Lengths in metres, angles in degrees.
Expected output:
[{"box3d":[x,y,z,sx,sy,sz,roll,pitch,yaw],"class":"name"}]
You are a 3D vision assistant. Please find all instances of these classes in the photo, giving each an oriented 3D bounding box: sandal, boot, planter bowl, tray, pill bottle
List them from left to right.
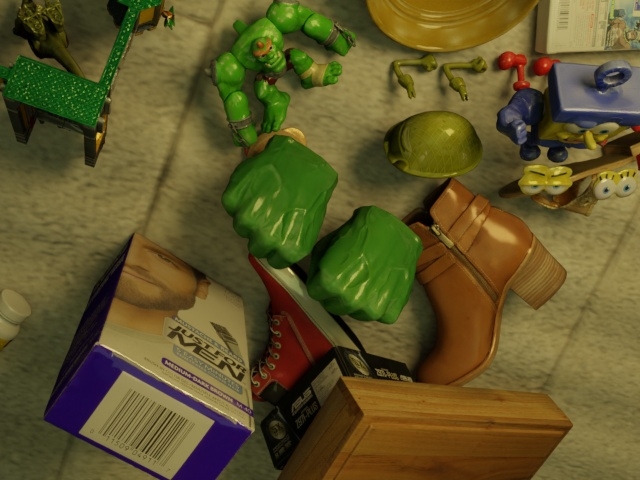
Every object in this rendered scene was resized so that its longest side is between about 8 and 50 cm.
[{"box3d":[-0.440,0.119,0.986,0.116,0.065,0.065,-42,110,7],"class":"pill bottle"},{"box3d":[-0.066,0.131,1.040,0.176,0.088,0.244,-34,114,5],"class":"boot"},{"box3d":[0.155,0.301,1.042,0.410,0.076,0.203,12,117,-37],"class":"tray"},{"box3d":[0.174,0.069,1.047,0.220,0.109,0.283,38,111,-11],"class":"boot"},{"box3d":[0.156,-0.334,0.889,0.217,0.090,0.217,-2,148,-1],"class":"planter bowl"},{"box3d":[0.370,-0.074,1.033,0.240,0.088,0.079,-23,105,-6],"class":"sandal"}]

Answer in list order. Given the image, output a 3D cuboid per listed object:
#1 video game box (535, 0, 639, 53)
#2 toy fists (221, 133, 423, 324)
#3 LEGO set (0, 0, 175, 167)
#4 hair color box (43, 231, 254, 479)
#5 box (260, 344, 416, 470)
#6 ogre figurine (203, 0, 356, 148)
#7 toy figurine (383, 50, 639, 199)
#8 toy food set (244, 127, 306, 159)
[{"box3d":[0.377,-0.349,0.962,0.187,0.048,0.205,-3,109,-6],"class":"video game box"},{"box3d":[0.000,0.000,0.946,0.279,0.096,0.142,38,56,-15],"class":"toy fists"},{"box3d":[-0.343,-0.228,0.855,0.331,0.192,0.255,10,77,-15],"class":"LEGO set"},{"box3d":[-0.186,0.126,0.881,0.185,0.339,0.110,34,99,-17],"class":"hair color box"},{"box3d":[0.030,0.243,1.045,0.147,0.078,0.180,21,120,-39],"class":"box"},{"box3d":[-0.059,-0.215,0.921,0.197,0.097,0.118,-32,129,19],"class":"ogre figurine"},{"box3d":[0.272,-0.176,0.880,0.362,0.217,0.191,4,76,-7],"class":"toy figurine"},{"box3d":[-0.059,-0.109,0.991,0.082,0.020,0.083,-4,110,-7],"class":"toy food set"}]
